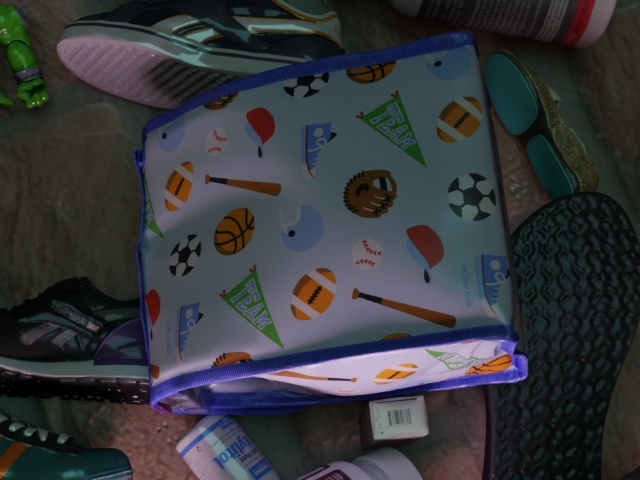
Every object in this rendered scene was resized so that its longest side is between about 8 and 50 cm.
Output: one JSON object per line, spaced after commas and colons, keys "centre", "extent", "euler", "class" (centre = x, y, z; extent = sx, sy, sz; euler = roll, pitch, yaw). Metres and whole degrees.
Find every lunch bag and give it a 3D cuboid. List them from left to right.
{"centre": [0.000, 0.000, 1.278], "extent": [0.385, 0.239, 0.328], "euler": [-10, 69, 10], "class": "lunch bag"}

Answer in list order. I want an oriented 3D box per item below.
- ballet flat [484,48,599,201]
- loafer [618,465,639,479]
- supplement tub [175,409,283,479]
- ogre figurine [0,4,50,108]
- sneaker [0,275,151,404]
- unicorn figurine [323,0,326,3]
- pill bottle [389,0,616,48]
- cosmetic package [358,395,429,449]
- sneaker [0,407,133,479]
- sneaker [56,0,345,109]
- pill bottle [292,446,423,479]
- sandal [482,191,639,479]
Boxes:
{"centre": [0.261, -0.133, 1.450], "extent": [0.067, 0.073, 0.206], "euler": [-17, 79, -37], "class": "ballet flat"}
{"centre": [0.265, 0.292, 1.261], "extent": [0.302, 0.109, 0.095], "euler": [-20, 71, -10], "class": "loafer"}
{"centre": [-0.096, 0.237, 1.313], "extent": [0.071, 0.071, 0.107], "euler": [-39, 81, -13], "class": "supplement tub"}
{"centre": [-0.402, -0.215, 1.394], "extent": [0.197, 0.097, 0.118], "euler": [6, 87, 8], "class": "ogre figurine"}
{"centre": [-0.292, 0.099, 1.329], "extent": [0.283, 0.107, 0.124], "euler": [7, 66, -10], "class": "sneaker"}
{"centre": [-0.063, -0.352, 1.461], "extent": [0.161, 0.111, 0.060], "euler": [25, 87, 17], "class": "unicorn figurine"}
{"centre": [0.177, -0.333, 1.428], "extent": [0.318, 0.176, 0.176], "euler": [10, 75, -2], "class": "pill bottle"}
{"centre": [0.076, 0.194, 1.315], "extent": [0.060, 0.115, 0.041], "euler": [-5, 76, -7], "class": "cosmetic package"}
{"centre": [-0.343, 0.211, 1.280], "extent": [0.302, 0.108, 0.121], "euler": [1, 80, -3], "class": "sneaker"}
{"centre": [-0.128, -0.221, 1.404], "extent": [0.321, 0.126, 0.128], "euler": [10, 64, 4], "class": "sneaker"}
{"centre": [-0.002, 0.297, 1.253], "extent": [0.221, 0.121, 0.121], "euler": [-20, 77, -31], "class": "pill bottle"}
{"centre": [0.241, 0.166, 1.355], "extent": [0.167, 0.107, 0.446], "euler": [10, 88, -3], "class": "sandal"}
